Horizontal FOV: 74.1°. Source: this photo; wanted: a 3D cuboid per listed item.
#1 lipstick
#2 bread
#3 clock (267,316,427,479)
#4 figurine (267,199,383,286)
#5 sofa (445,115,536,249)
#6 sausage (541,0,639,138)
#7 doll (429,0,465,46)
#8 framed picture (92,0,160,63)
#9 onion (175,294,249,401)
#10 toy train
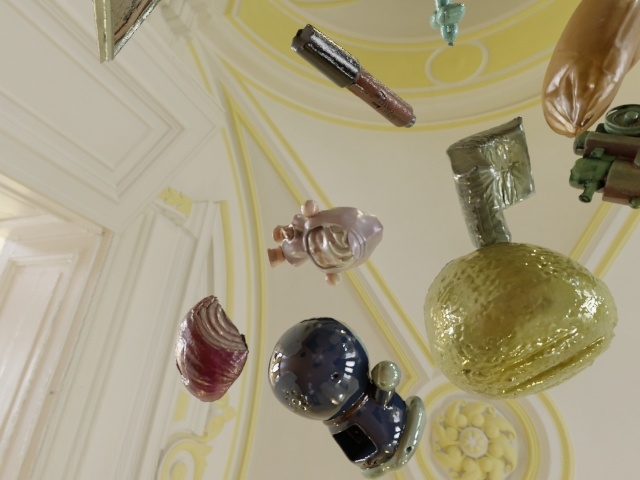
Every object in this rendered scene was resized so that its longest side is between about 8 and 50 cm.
[{"bbox_3d":[0.103,-0.387,1.050,0.077,0.418,0.077,-20,-119,42],"label":"lipstick"},{"bbox_3d":[0.354,0.153,0.778,0.320,0.321,0.237,-23,-155,13],"label":"bread"},{"bbox_3d":[0.035,0.220,0.629,0.243,0.146,0.199,44,-49,-1],"label":"clock"},{"bbox_3d":[0.001,0.000,0.924,0.275,0.200,0.133,-5,-159,35],"label":"figurine"},{"bbox_3d":[0.383,-0.118,0.910,0.176,0.210,0.225,-15,-155,18],"label":"sofa"},{"bbox_3d":[0.389,-0.271,0.587,0.116,0.134,0.354,36,-119,9],"label":"sausage"},{"bbox_3d":[0.280,-0.523,0.953,0.059,0.159,0.159,-9,-155,8],"label":"doll"},{"bbox_3d":[-0.162,-0.299,0.437,0.216,0.016,0.273,-58,-157,-10],"label":"framed picture"},{"bbox_3d":[-0.333,0.303,1.144,0.250,0.111,0.247,44,-77,31],"label":"onion"},{"bbox_3d":[0.627,-0.132,0.794,0.304,0.150,0.221,20,-119,37],"label":"toy train"}]
